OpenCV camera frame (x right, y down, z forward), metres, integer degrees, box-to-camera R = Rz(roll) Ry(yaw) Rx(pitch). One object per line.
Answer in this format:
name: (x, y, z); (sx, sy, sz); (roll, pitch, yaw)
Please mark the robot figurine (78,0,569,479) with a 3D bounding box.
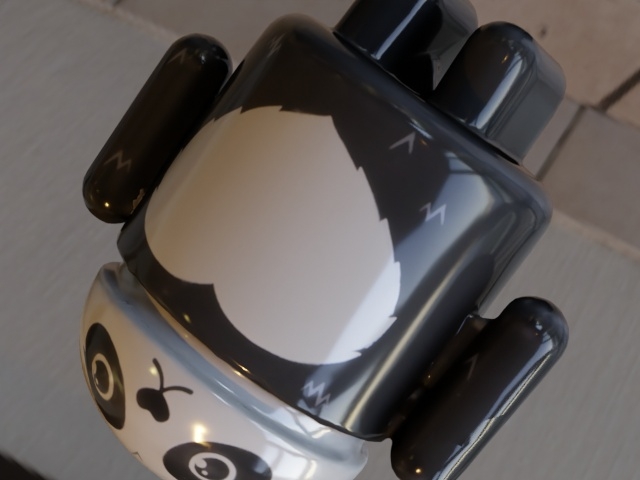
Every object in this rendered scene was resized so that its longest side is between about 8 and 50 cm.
robot figurine: (0.001, 0.001, 0.775); (0.173, 0.209, 0.278); (32, 99, -31)
